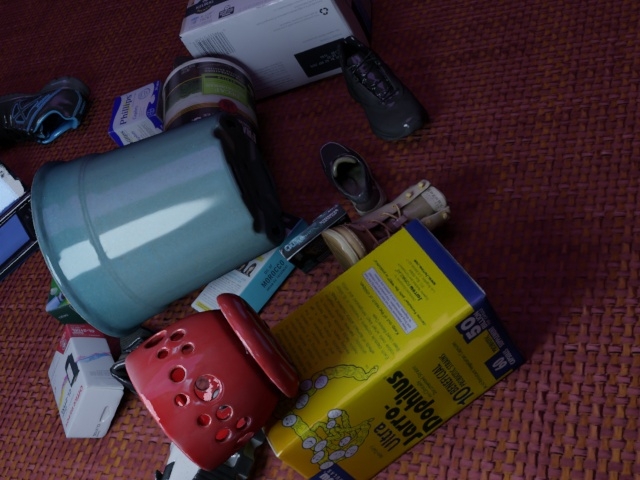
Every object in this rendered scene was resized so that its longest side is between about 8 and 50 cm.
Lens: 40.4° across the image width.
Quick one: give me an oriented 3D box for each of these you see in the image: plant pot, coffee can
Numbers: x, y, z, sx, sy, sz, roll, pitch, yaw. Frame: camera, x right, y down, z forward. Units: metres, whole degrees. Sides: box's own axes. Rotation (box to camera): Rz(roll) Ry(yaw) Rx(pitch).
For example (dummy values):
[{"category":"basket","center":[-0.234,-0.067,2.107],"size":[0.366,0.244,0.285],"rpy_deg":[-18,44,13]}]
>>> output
[{"category":"plant pot","center":[-0.134,0.179,1.149],"size":[0.174,0.191,0.191],"rpy_deg":[-36,44,-1]},{"category":"plant pot","center":[-0.261,-0.046,1.525],"size":[0.334,0.341,0.341],"rpy_deg":[-22,47,12]},{"category":"coffee can","center":[-0.224,-0.212,1.778],"size":[0.201,0.201,0.275],"rpy_deg":[-23,46,15]}]

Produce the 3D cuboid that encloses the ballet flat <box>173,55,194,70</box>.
[{"category":"ballet flat","center":[-0.290,-0.350,2.041],"size":[0.084,0.058,0.250],"rpy_deg":[-12,45,-24]}]

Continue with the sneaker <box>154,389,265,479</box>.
[{"category":"sneaker","center":[-0.193,0.378,1.360],"size":[0.146,0.122,0.330],"rpy_deg":[-15,41,53]}]

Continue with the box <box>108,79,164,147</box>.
[{"category":"box","center":[-0.422,-0.295,2.063],"size":[0.137,0.072,0.126],"rpy_deg":[-19,47,20]}]

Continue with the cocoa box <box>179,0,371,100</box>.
[{"category":"cocoa box","center":[-0.089,-0.484,1.886],"size":[0.347,0.231,0.228],"rpy_deg":[-14,49,23]}]

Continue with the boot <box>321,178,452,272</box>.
[{"category":"boot","center":[0.113,-0.022,1.404],"size":[0.203,0.262,0.095],"rpy_deg":[-32,82,2]}]

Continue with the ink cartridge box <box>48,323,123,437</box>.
[{"category":"ink cartridge box","center":[-0.432,0.256,1.591],"size":[0.175,0.072,0.127],"rpy_deg":[53,125,46]}]

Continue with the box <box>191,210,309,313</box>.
[{"category":"box","center":[-0.120,0.056,1.592],"size":[0.244,0.060,0.100],"rpy_deg":[-51,39,-12]}]

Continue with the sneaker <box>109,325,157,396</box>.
[{"category":"sneaker","center":[-0.326,0.207,1.563],"size":[0.087,0.130,0.227],"rpy_deg":[-37,42,-1]}]

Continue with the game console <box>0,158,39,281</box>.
[{"category":"game console","center":[-0.807,-0.031,2.027],"size":[0.293,0.173,0.250],"rpy_deg":[-43,44,-4]}]

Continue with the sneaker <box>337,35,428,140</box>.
[{"category":"sneaker","center":[0.105,-0.299,1.691],"size":[0.109,0.130,0.286],"rpy_deg":[-37,46,-1]}]

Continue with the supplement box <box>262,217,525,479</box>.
[{"category":"supplement box","center":[0.083,0.178,1.278],"size":[0.356,0.194,0.195],"rpy_deg":[-38,45,2]}]

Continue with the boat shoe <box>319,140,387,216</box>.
[{"category":"boat shoe","center":[0.052,-0.130,1.628],"size":[0.080,0.073,0.223],"rpy_deg":[-35,45,3]}]

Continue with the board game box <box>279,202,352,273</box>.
[{"category":"board game box","center":[0.000,0.000,1.491],"size":[0.126,0.186,0.026],"rpy_deg":[-38,78,0]}]

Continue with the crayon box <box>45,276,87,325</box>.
[{"category":"crayon box","center":[-0.449,0.009,1.831],"size":[0.203,0.083,0.323],"rpy_deg":[-19,47,19]}]

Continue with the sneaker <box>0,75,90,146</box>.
[{"category":"sneaker","center":[-0.756,-0.311,2.253],"size":[0.341,0.125,0.140],"rpy_deg":[-20,52,21]}]
